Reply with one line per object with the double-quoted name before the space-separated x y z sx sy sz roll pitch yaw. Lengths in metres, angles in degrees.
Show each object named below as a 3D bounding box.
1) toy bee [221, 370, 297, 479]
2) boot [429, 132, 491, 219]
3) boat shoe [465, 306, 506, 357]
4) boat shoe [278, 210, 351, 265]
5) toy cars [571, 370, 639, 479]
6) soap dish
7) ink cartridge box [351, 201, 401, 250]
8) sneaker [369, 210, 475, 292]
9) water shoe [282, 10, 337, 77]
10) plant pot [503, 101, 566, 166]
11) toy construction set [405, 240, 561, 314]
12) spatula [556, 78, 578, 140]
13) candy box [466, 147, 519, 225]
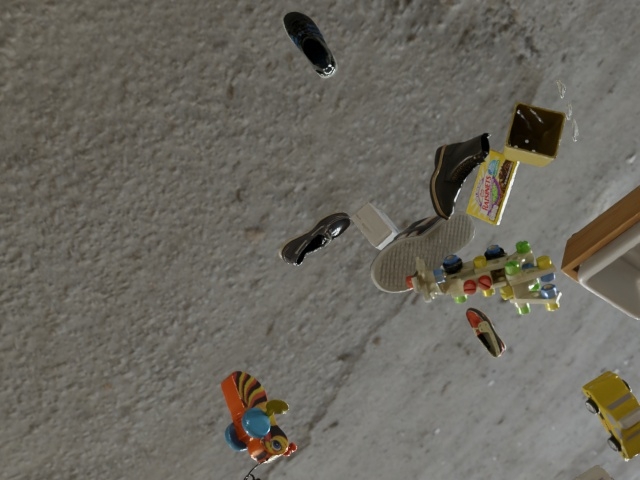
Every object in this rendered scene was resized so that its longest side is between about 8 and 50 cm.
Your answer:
"toy bee" -0.143 0.461 1.632 0.162 0.298 0.195 16 155 -39
"boot" 0.333 -0.156 1.621 0.077 0.198 0.137 23 152 -38
"boat shoe" 0.399 0.225 1.687 0.043 0.137 0.049 -26 167 -45
"boat shoe" 0.000 0.000 1.655 0.206 0.065 0.075 -30 130 -22
"toy cars" 0.642 0.483 1.484 0.176 0.394 0.087 12 169 -4
"soap dish" 0.620 0.002 1.270 0.229 0.118 0.291 28 126 -25
"ink cartridge box" 0.197 -0.035 2.278 0.082 0.139 0.190 -41 158 10
"sneaker" 0.230 0.033 1.689 0.321 0.127 0.126 -28 99 -28
"water shoe" -0.026 -0.484 1.657 0.073 0.203 0.080 -37 166 6
"plant pot" 0.340 -0.163 1.121 0.083 0.081 0.081 78 29 -75
"toy construction set" 0.360 0.090 1.552 0.327 0.215 0.151 -1 114 11
"spatula" 0.683 -0.361 1.912 0.019 0.168 0.242 -15 -168 25
"candy box" 0.503 -0.157 2.017 0.027 0.105 0.206 -14 124 -47
